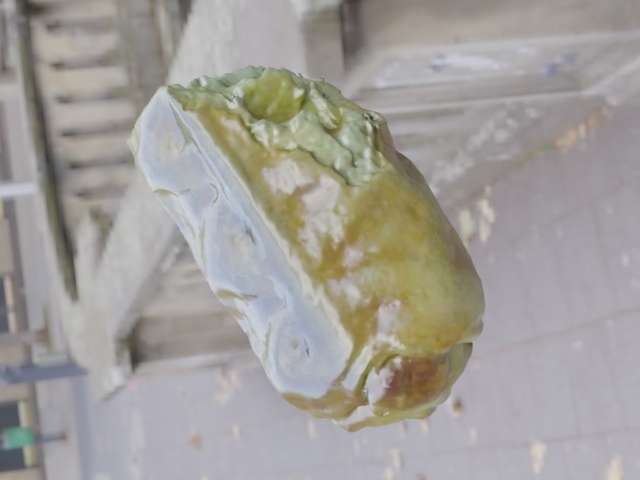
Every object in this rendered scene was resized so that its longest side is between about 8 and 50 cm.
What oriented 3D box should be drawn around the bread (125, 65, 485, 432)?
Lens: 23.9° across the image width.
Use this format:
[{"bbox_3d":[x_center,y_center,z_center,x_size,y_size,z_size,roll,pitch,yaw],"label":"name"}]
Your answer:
[{"bbox_3d":[0.000,0.000,0.407,0.110,0.066,0.060,57,-165,9],"label":"bread"}]
